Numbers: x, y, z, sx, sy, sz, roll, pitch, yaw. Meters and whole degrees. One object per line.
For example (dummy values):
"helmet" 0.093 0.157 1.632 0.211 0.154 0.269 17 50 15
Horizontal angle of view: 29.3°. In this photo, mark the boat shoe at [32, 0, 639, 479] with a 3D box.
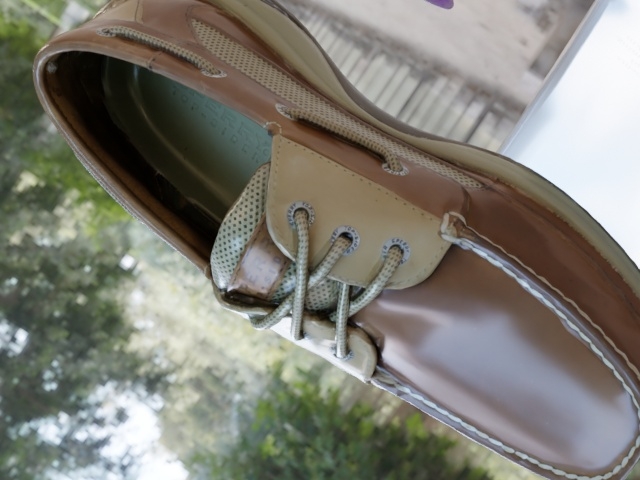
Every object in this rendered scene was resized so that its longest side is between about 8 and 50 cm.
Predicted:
"boat shoe" 0.000 0.000 0.534 0.324 0.122 0.120 37 -146 22

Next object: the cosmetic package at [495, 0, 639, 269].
"cosmetic package" 0.228 -0.079 0.646 0.197 0.155 0.365 35 171 4

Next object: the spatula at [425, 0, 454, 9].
"spatula" 0.043 -0.299 1.054 0.084 0.030 0.296 16 -146 -32
